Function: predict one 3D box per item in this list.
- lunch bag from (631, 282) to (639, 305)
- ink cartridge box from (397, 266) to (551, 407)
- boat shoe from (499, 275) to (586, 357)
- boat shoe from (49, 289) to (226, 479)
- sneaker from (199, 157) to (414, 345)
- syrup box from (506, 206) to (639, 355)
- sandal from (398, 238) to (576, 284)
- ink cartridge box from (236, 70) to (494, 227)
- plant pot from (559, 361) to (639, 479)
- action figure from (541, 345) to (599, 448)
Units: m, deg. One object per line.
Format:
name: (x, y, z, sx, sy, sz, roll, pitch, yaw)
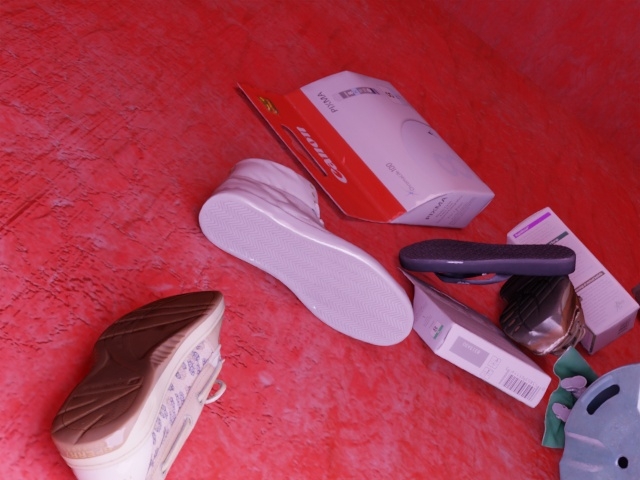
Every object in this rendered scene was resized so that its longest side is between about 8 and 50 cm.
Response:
lunch bag: (0.788, 0.184, 2.211, 0.287, 0.169, 0.235, 36, 19, -29)
ink cartridge box: (0.199, 0.131, 1.574, 0.181, 0.056, 0.224, 30, 7, -23)
boat shoe: (0.351, 0.111, 1.702, 0.120, 0.122, 0.324, 49, 15, -4)
boat shoe: (-0.147, 0.130, 0.981, 0.285, 0.105, 0.089, -59, 136, -62)
sneaker: (0.000, 0.000, 1.406, 0.292, 0.108, 0.169, 35, 26, -8)
syrup box: (0.419, 0.067, 1.903, 0.237, 0.096, 0.093, 53, -11, 27)
sandal: (0.239, 0.040, 1.631, 0.255, 0.054, 0.097, 3, 19, 8)
ink cartridge box: (0.081, -0.161, 1.844, 0.308, 0.091, 0.385, 51, 24, 25)
plant pot: (0.500, 0.283, 1.421, 0.334, 0.341, 0.341, 8, 38, -39)
action figure: (0.388, 0.246, 1.566, 0.063, 0.137, 0.232, 15, -10, 41)
